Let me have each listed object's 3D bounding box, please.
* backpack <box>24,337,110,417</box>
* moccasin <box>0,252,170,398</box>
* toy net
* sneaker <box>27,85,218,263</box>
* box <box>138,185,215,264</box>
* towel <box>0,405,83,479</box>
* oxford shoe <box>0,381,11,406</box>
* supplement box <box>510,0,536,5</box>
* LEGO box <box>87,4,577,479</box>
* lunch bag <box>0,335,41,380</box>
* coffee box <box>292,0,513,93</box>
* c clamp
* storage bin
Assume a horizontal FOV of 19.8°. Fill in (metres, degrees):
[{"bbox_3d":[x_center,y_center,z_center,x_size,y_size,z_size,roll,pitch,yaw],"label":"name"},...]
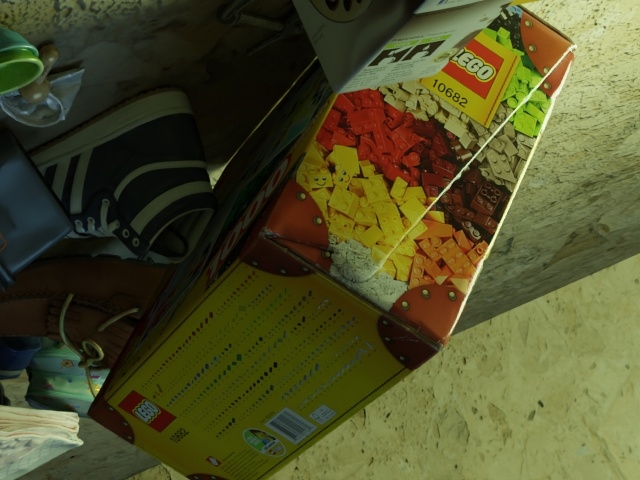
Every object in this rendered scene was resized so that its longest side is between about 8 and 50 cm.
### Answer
[{"bbox_3d":[-0.306,0.152,2.363,0.166,0.144,0.188,9,156,0],"label":"backpack"},{"bbox_3d":[-0.224,0.105,2.148,0.380,0.147,0.139,6,155,-3],"label":"moccasin"},{"bbox_3d":[-0.272,-0.127,1.586,0.122,0.045,0.232,-26,167,8],"label":"toy net"},{"bbox_3d":[-0.228,-0.023,1.824,0.282,0.153,0.099,-28,165,21],"label":"sneaker"},{"bbox_3d":[-0.121,0.014,2.291,0.169,0.087,0.290,-16,165,-28],"label":"box"},{"bbox_3d":[-0.477,0.294,2.212,0.332,0.053,0.317,-29,167,10],"label":"towel"},{"bbox_3d":[-0.474,0.242,2.443,0.130,0.169,0.449,-26,164,-15],"label":"oxford shoe"},{"bbox_3d":[0.201,-0.300,1.523,0.191,0.129,0.194,-14,164,-33],"label":"supplement box"},{"bbox_3d":[0.000,0.000,1.820,0.500,0.193,0.372,-44,-164,56],"label":"LEGO box"},{"bbox_3d":[-0.397,0.121,2.236,0.065,0.098,0.067,-50,154,23],"label":"lunch bag"},{"bbox_3d":[0.091,-0.260,1.412,0.119,0.168,0.297,-14,164,-34],"label":"coffee box"},{"bbox_3d":[-0.042,-0.211,1.693,0.137,0.022,0.160,-28,166,19],"label":"c clamp"},{"bbox_3d":[-0.298,-0.033,1.725,0.091,0.098,0.135,-34,122,-2],"label":"storage bin"}]
